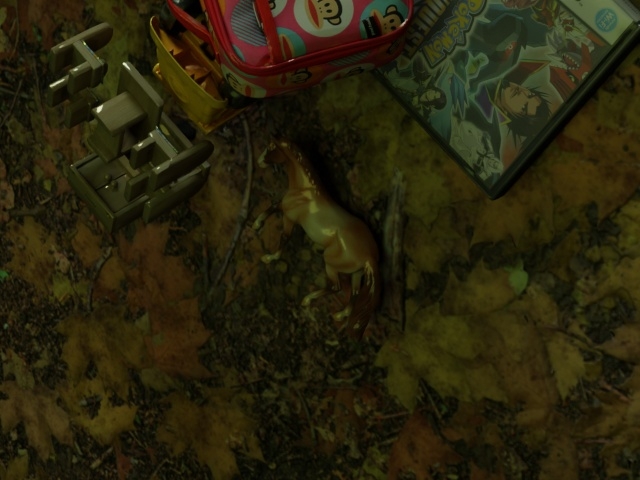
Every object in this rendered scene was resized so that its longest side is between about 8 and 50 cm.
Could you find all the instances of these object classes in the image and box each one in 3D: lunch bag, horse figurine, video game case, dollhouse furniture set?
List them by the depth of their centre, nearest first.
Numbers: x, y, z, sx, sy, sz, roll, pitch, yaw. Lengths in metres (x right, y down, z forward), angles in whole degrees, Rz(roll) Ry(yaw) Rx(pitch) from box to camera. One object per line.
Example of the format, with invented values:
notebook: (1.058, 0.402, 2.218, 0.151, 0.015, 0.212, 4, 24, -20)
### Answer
lunch bag: (-0.051, -0.314, 1.436, 0.258, 0.120, 0.293, -17, 78, -6)
video game case: (0.195, -0.225, 1.439, 0.248, 0.035, 0.275, 48, 125, 14)
horse figurine: (0.000, 0.000, 1.630, 0.263, 0.066, 0.174, 49, 132, 17)
dollhouse furniture set: (-0.223, -0.140, 1.633, 0.212, 0.161, 0.242, 49, 151, 14)

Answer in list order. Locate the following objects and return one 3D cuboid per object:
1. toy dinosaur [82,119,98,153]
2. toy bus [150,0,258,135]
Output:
toy dinosaur: (-0.311, -0.164, 1.813, 0.092, 0.053, 0.183, -25, 88, 39)
toy bus: (-0.096, -0.231, 1.577, 0.149, 0.220, 0.211, 49, 159, 10)
